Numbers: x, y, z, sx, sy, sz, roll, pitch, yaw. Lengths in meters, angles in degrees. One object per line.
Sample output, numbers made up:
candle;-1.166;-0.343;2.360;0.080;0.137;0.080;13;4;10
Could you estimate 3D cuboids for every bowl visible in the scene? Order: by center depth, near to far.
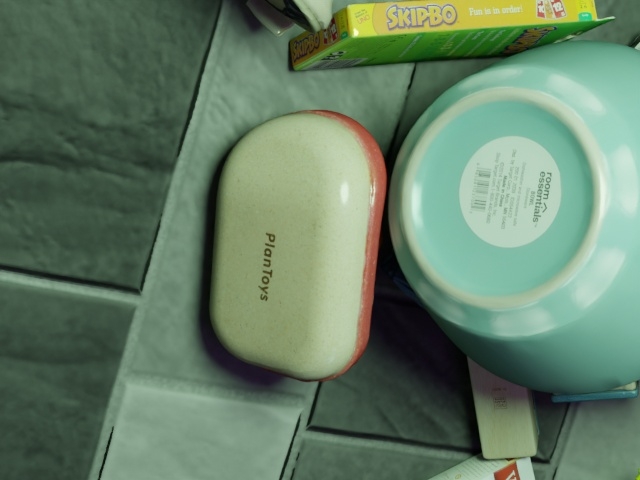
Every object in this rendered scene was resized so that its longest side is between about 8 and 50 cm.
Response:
bowl;0.179;-0.026;1.496;0.163;0.311;0.311;8;104;-60

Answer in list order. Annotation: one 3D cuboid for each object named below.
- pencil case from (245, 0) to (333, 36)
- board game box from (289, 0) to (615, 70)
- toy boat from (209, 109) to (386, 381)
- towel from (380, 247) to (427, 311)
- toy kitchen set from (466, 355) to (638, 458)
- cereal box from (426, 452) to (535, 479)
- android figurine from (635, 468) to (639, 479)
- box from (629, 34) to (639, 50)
pencil case;0.054;-0.360;1.441;0.410;0.160;0.183;-53;150;-2
board game box;0.116;-0.181;1.551;0.259;0.124;0.039;-4;84;-25
toy boat;0.000;0.000;1.561;0.151;0.151;0.231;-17;117;-54
towel;0.115;0.037;1.675;0.119;0.029;0.067;39;86;-30
toy kitchen set;0.260;0.116;1.756;0.207;0.166;0.122;-5;112;13
cereal box;0.112;0.319;1.751;0.240;0.047;0.173;-24;117;-18
android figurine;0.306;0.360;1.829;0.248;0.056;0.273;12;100;-44
box;0.437;-0.044;1.676;0.322;0.257;0.079;29;105;-31
